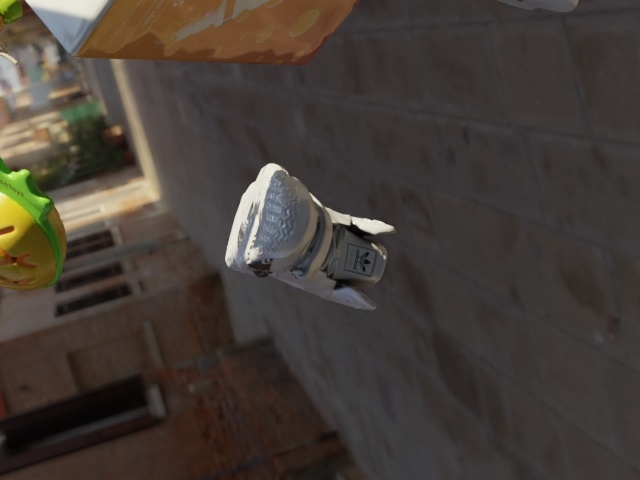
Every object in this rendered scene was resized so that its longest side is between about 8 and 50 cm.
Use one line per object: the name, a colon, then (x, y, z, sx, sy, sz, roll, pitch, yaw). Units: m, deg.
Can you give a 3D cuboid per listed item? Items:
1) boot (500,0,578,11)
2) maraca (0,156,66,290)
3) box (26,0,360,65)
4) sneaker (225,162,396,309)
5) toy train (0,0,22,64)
boot: (0.260, -0.343, 1.398, 0.258, 0.095, 0.123, -116, 45, -77)
maraca: (-0.325, -0.018, 1.246, 0.127, 0.099, 0.186, 26, 140, 11)
box: (-0.083, -0.277, 0.964, 0.168, 0.215, 0.345, 49, -154, 14)
sneaker: (0.000, 0.000, 1.528, 0.366, 0.210, 0.137, 160, 125, -79)
toy train: (-0.502, -0.328, 1.775, 0.248, 0.143, 0.105, 24, 131, 21)
